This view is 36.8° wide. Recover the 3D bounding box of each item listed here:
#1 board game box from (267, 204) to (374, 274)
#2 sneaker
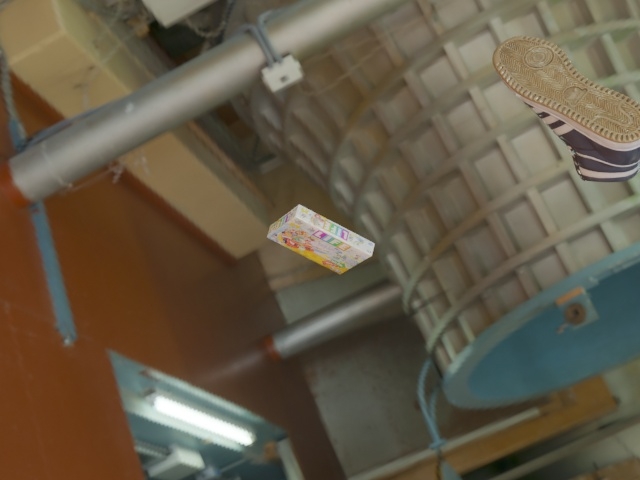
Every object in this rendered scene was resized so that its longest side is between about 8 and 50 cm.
[{"bbox_3d":[0.000,0.000,1.642,0.154,0.103,0.026,27,58,-20],"label":"board game box"},{"bbox_3d":[0.380,-0.194,1.478,0.282,0.099,0.153,43,-9,32],"label":"sneaker"}]
